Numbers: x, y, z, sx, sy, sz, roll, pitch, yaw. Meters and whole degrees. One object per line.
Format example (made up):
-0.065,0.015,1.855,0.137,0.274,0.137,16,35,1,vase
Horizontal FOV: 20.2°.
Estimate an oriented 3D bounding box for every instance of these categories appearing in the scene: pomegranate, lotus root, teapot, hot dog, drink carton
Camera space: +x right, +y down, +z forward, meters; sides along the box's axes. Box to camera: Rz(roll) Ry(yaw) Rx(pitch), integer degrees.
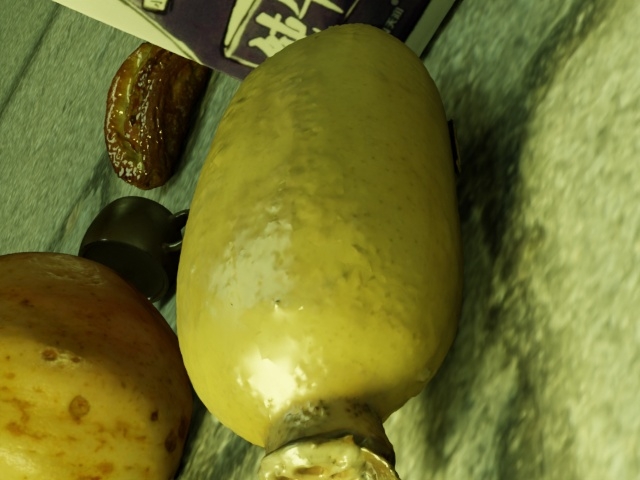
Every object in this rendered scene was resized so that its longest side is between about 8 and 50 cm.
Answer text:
-0.194,0.107,1.192,0.215,0.215,0.215,-54,23,36,pomegranate
-0.001,-0.002,0.895,0.146,0.131,0.303,-52,25,43,lotus root
-0.135,-0.001,1.369,0.121,0.076,0.068,-16,39,33,teapot
-0.138,-0.115,1.512,0.099,0.065,0.147,1,68,60,hot dog
-0.038,-0.176,1.050,0.134,0.222,0.102,-56,22,32,drink carton
